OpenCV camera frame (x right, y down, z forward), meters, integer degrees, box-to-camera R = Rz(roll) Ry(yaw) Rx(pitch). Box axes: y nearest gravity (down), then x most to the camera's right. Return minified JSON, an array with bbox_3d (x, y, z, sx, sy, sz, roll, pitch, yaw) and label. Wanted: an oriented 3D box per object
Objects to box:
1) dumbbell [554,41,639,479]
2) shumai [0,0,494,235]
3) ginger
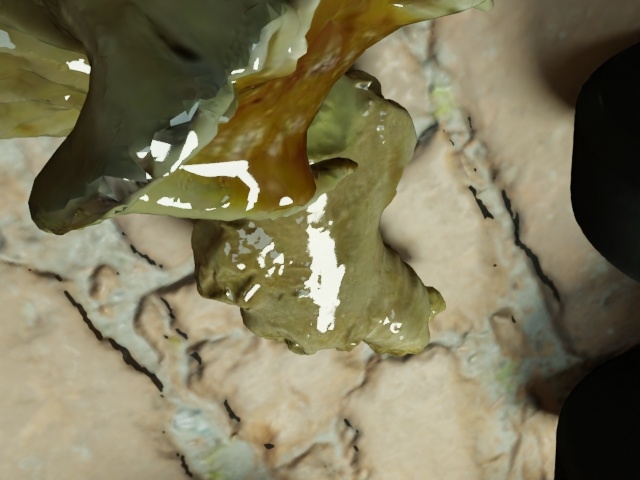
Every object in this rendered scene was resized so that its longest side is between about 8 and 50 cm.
[{"bbox_3d":[0.247,0.054,0.734,0.203,0.204,0.323,-15,127,-13],"label":"dumbbell"},{"bbox_3d":[-0.073,-0.138,0.441,0.267,0.262,0.314,-13,124,-15],"label":"shumai"},{"bbox_3d":[-0.005,0.001,0.681,0.137,0.074,0.213,-22,134,-7],"label":"ginger"}]
